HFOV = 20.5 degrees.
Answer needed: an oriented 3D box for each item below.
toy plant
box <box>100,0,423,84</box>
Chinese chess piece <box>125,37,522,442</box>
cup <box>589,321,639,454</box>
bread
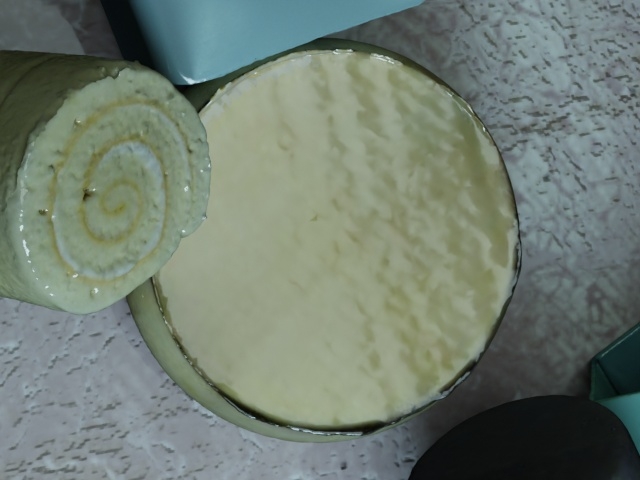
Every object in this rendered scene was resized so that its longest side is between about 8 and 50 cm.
[{"bbox_3d":[0.177,0.306,1.143,0.279,0.185,0.400,-33,116,-21],"label":"toy plant"},{"bbox_3d":[-0.041,-0.186,1.084,0.227,0.162,0.130,-20,107,-13],"label":"box"},{"bbox_3d":[0.000,0.000,1.124,0.257,0.104,0.257,-1,92,-15],"label":"Chinese chess piece"},{"bbox_3d":[0.293,0.161,1.191,0.148,0.134,0.236,-32,100,-8],"label":"cup"},{"bbox_3d":[-0.160,-0.037,0.997,0.148,0.141,0.134,-36,123,-42],"label":"bread"}]
